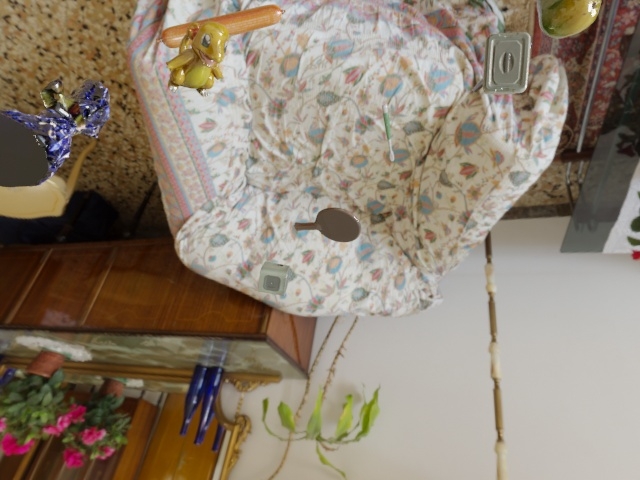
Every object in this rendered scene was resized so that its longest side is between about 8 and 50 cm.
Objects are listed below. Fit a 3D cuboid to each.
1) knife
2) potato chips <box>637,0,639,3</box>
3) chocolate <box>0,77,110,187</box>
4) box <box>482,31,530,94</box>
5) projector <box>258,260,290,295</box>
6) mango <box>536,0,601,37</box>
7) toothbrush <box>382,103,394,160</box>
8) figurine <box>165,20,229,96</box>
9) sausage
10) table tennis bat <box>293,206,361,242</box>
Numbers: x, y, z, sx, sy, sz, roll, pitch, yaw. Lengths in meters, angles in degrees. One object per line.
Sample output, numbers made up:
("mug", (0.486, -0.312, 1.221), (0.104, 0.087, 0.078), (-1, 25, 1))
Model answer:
("knife", (0.487, -0.474, 1.136), (0.028, 0.060, 0.230), (28, 159, -9))
("potato chips", (0.643, -0.448, 0.782), (0.203, 0.026, 0.037), (19, 172, -10))
("chocolate", (-0.452, -0.217, 0.744), (0.126, 0.343, 0.149), (9, 122, -2))
("box", (0.394, -0.374, 0.892), (0.089, 0.122, 0.062), (3, -173, 11))
("projector", (-0.141, 0.117, 1.273), (0.082, 0.083, 0.083), (10, 106, 1))
("mango", (0.711, -0.683, 1.203), (0.114, 0.251, 0.156), (25, 137, -15))
("toothbrush", (0.231, -0.360, 1.402), (0.018, 0.024, 0.257), (-5, 149, 14))
("figurine", (-0.236, -0.375, 0.814), (0.121, 0.123, 0.176), (-4, 171, -41))
("sausage", (-0.258, -0.563, 1.092), (0.347, 0.053, 0.053), (-17, 148, -7))
("table tennis bat", (0.000, 0.000, 0.950), (0.169, 0.119, 0.108), (-1, 133, 27))
